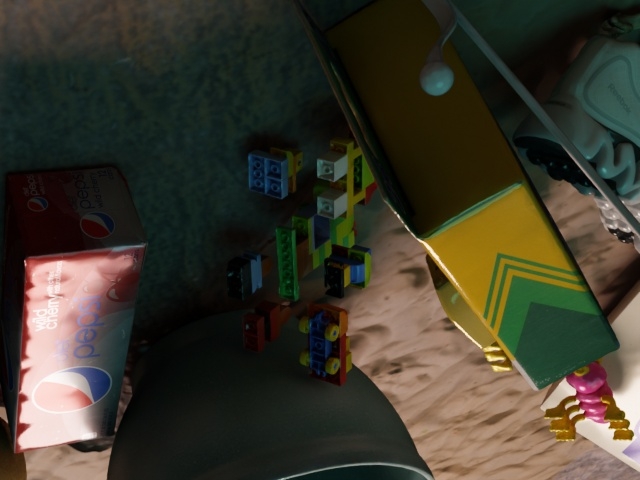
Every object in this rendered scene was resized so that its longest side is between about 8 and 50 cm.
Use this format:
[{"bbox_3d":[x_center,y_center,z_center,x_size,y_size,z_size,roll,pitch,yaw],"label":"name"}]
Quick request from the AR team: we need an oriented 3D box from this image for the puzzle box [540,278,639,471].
[{"bbox_3d":[0.427,0.126,1.281,0.272,0.052,0.409,33,138,4],"label":"puzzle box"}]

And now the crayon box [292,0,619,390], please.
[{"bbox_3d":[0.108,-0.043,0.934,0.083,0.203,0.323,-30,144,11],"label":"crayon box"}]

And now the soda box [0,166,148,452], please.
[{"bbox_3d":[-0.204,0.061,1.011,0.092,0.083,0.263,-6,141,-21],"label":"soda box"}]

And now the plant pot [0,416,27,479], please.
[{"bbox_3d":[-0.367,0.194,1.012,0.237,0.237,0.254,-39,157,22],"label":"plant pot"}]

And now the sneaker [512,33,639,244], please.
[{"bbox_3d":[0.276,-0.064,1.049,0.292,0.110,0.118,34,79,-47],"label":"sneaker"}]

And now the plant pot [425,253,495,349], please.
[{"bbox_3d":[0.143,0.034,1.163,0.081,0.081,0.083,-39,129,23],"label":"plant pot"}]

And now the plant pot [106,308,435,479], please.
[{"bbox_3d":[-0.065,0.186,1.143,0.293,0.196,0.293,-16,149,-10],"label":"plant pot"}]

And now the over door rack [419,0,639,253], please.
[{"bbox_3d":[0.178,-0.150,0.742,0.108,0.324,0.239,-28,161,-52],"label":"over door rack"}]

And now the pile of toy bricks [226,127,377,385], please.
[{"bbox_3d":[0.000,0.000,1.032,0.105,0.118,0.212,-36,134,-49],"label":"pile of toy bricks"}]

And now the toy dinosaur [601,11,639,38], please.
[{"bbox_3d":[0.307,-0.164,1.012,0.183,0.053,0.092,22,134,-22],"label":"toy dinosaur"}]

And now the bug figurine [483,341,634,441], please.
[{"bbox_3d":[0.312,0.121,1.262,0.279,0.072,0.216,-1,132,29],"label":"bug figurine"}]
